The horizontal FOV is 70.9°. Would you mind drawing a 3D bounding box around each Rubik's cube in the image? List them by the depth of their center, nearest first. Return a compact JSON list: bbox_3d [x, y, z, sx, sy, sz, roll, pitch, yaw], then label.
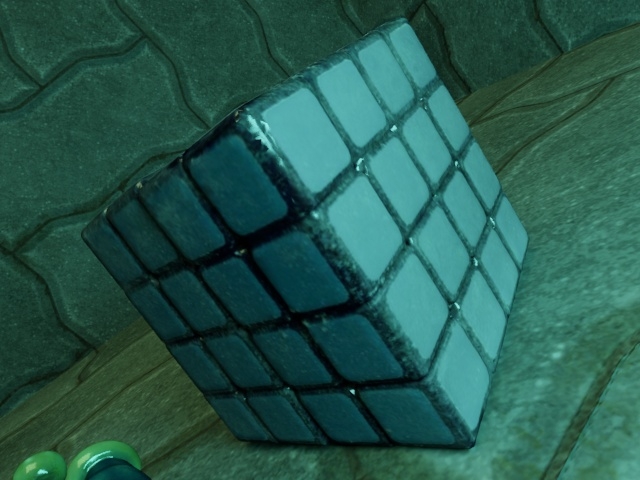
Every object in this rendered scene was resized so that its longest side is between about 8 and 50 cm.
[{"bbox_3d":[0.000,0.000,0.547,0.337,0.344,0.343,-23,18,43],"label":"Rubik's cube"}]

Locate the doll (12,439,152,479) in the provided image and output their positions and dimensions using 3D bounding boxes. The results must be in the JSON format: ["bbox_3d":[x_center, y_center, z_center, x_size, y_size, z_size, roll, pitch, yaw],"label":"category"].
[{"bbox_3d":[-0.245,0.307,0.352,0.186,0.198,0.322,-24,13,43],"label":"doll"}]
